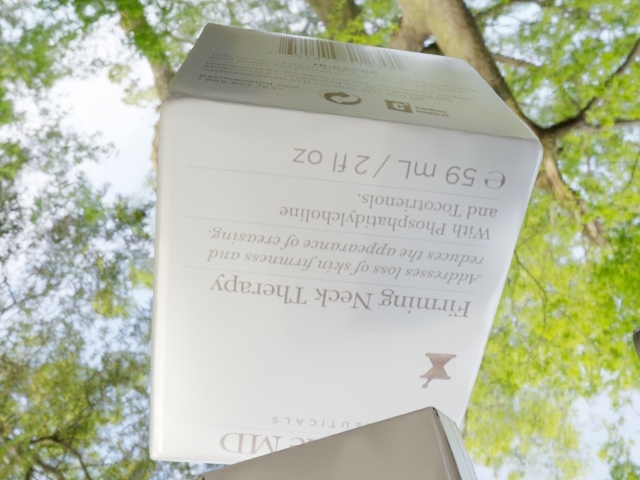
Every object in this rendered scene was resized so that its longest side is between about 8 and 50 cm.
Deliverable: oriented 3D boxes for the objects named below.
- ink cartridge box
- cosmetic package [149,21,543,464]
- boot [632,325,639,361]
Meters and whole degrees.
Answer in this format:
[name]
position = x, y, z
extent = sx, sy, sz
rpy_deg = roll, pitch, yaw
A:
[ink cartridge box]
position = 0.029, 0.184, 0.494
extent = 0.159, 0.218, 0.092
rpy_deg = -19, -108, 8
[cosmetic package]
position = 0.000, 0.000, 0.795
extent = 0.329, 0.393, 0.327
rpy_deg = 6, -153, -6
[boot]
position = 0.349, 0.049, 0.494
extent = 0.208, 0.076, 0.190
rpy_deg = -31, 167, 35
